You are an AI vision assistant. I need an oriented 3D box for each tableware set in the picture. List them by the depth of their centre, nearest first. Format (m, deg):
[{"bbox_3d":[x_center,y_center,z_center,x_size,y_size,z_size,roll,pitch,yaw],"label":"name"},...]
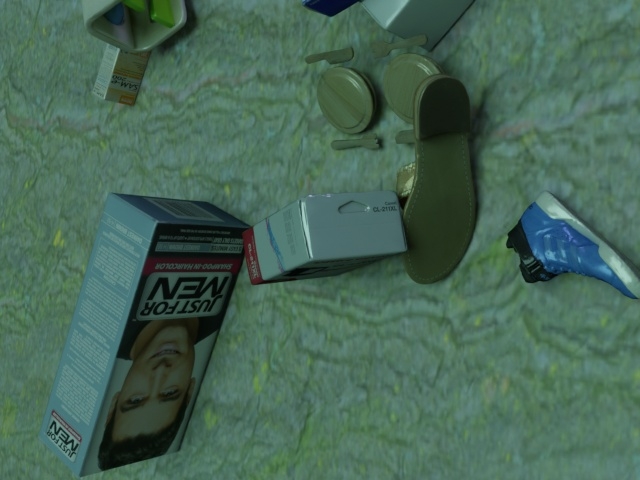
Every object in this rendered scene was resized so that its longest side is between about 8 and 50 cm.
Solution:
[{"bbox_3d":[0.078,-0.181,0.920,0.194,0.039,0.128,2,117,43],"label":"tableware set"}]

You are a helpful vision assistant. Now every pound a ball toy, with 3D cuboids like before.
[{"bbox_3d":[-0.340,-0.465,1.136,0.135,0.208,0.319,-24,69,28],"label":"pound a ball toy"}]

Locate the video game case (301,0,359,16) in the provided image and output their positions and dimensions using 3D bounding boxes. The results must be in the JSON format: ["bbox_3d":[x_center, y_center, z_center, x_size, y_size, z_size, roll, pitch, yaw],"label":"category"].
[{"bbox_3d":[0.071,-0.410,0.795,0.269,0.061,0.244,-19,75,38],"label":"video game case"}]

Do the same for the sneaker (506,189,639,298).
[{"bbox_3d":[0.256,0.025,0.772,0.084,0.058,0.152,-51,56,17],"label":"sneaker"}]

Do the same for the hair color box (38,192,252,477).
[{"bbox_3d":[-0.248,0.130,1.070,0.113,0.185,0.374,28,105,34],"label":"hair color box"}]

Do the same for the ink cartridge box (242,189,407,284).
[{"bbox_3d":[0.000,0.000,0.885,0.175,0.127,0.072,-24,73,62],"label":"ink cartridge box"}]

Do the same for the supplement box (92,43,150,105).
[{"bbox_3d":[-0.322,-0.274,1.220,0.036,0.062,0.098,30,107,32],"label":"supplement box"}]

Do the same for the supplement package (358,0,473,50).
[{"bbox_3d":[0.129,-0.326,0.856,0.179,0.105,0.105,-48,62,25],"label":"supplement package"}]

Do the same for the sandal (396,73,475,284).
[{"bbox_3d":[0.127,-0.075,0.872,0.079,0.088,0.240,-119,27,-67],"label":"sandal"}]
